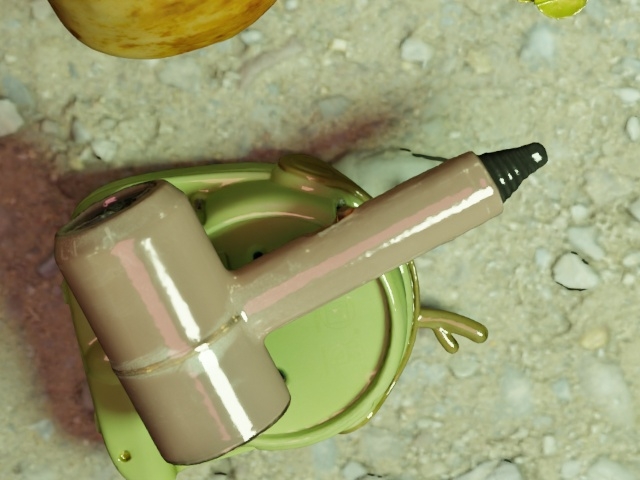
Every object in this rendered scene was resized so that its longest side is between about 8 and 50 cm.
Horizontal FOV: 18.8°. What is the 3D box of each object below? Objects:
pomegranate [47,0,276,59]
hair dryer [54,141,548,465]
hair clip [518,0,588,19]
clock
[{"bbox_3d":[-0.124,-0.241,1.317,0.248,0.248,0.248,0,107,-1],"label":"pomegranate"},{"bbox_3d":[0.000,0.000,1.372,0.344,0.107,0.189,-27,103,-3],"label":"hair dryer"},{"bbox_3d":[0.154,-0.245,1.410,0.072,0.046,0.173,-18,105,7],"label":"hair clip"},{"bbox_3d":[-0.031,0.051,1.472,0.308,0.096,0.235,-12,106,1],"label":"clock"}]
